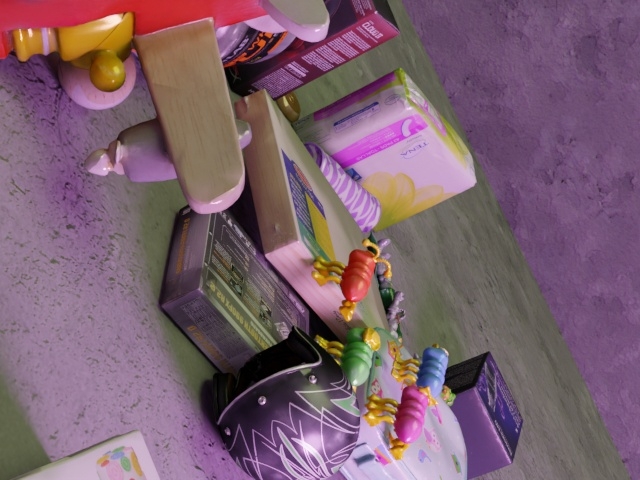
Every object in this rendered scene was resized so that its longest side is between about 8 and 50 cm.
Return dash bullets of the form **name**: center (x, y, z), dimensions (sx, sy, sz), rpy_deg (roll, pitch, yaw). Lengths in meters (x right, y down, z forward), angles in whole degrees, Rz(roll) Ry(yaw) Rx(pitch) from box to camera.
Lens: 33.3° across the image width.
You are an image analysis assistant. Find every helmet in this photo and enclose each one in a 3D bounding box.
- **helmet**: center (-0.035, 0.191, 1.173), dimensions (0.169, 0.169, 0.161), rpy_deg (52, 7, -31)

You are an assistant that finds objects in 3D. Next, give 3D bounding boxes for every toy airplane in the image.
- **toy airplane**: center (-0.189, -0.244, 1.143), dimensions (0.384, 0.272, 0.386), rpy_deg (34, 47, -6)

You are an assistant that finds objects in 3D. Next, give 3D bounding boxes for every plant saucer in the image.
- **plant saucer**: center (-0.056, -0.244, 1.865), dimensions (0.083, 0.015, 0.083), rpy_deg (52, 23, -32)

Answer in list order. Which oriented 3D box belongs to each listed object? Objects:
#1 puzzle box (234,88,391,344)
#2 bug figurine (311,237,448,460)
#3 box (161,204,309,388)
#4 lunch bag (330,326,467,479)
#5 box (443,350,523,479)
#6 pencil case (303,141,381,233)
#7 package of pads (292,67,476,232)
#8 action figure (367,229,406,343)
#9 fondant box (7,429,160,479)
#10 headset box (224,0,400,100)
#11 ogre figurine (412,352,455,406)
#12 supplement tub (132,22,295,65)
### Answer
- **puzzle box**: center (0.000, 0.000, 1.561), dimensions (0.409, 0.052, 0.272), rpy_deg (53, 19, -52)
- **bug figurine**: center (0.087, 0.144, 1.364), dimensions (0.279, 0.072, 0.216), rpy_deg (52, 33, -28)
- **box**: center (-0.095, 0.083, 1.303), dimensions (0.231, 0.056, 0.183), rpy_deg (52, 23, -32)
- **lunch bag**: center (0.097, 0.275, 1.487), dimensions (0.279, 0.108, 0.224), rpy_deg (53, 28, -23)
- **box**: center (0.272, 0.309, 1.894), dimensions (0.153, 0.108, 0.207), rpy_deg (63, 19, -5)
- **pencil case**: center (0.023, -0.083, 1.763), dimensions (0.206, 0.086, 0.088), rpy_deg (39, 33, -50)
- **package of pads**: center (0.123, -0.156, 1.896), dimensions (0.296, 0.229, 0.101), rpy_deg (42, 30, -49)
- **action figure**: center (0.110, 0.112, 1.774), dimensions (0.137, 0.063, 0.232), rpy_deg (80, 3, -60)
- **fondant box**: center (-0.164, 0.327, 0.777), dimensions (0.330, 0.096, 0.238), rpy_deg (67, 20, 6)
- **headset box**: center (-0.026, -0.379, 1.690), dimensions (0.110, 0.293, 0.218), rpy_deg (18, 50, -64)
- **ogre figurine**: center (0.166, 0.268, 1.703), dimensions (0.197, 0.097, 0.118), rpy_deg (-68, 152, -26)
- **supplement tub**: center (-0.154, -0.334, 1.437), dimensions (0.207, 0.207, 0.338), rpy_deg (63, 20, -3)
